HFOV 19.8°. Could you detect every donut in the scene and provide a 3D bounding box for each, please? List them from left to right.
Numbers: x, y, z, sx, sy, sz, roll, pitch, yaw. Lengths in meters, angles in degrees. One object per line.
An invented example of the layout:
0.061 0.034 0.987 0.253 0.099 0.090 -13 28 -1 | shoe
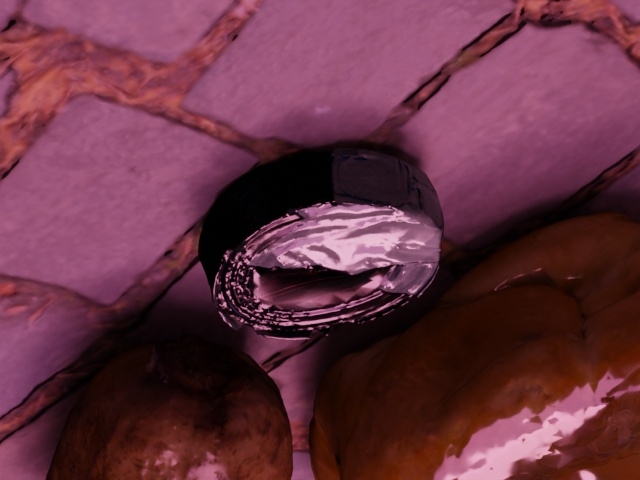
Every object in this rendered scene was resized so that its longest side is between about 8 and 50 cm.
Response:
0.158 0.142 1.170 0.360 0.170 0.360 -9 135 -9 | donut

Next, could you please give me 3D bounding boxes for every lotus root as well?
-0.098 0.162 1.127 0.145 0.128 0.260 11 130 -11 | lotus root

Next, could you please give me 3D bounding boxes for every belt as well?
0.000 0.000 1.023 0.140 0.058 0.105 -14 136 2 | belt
